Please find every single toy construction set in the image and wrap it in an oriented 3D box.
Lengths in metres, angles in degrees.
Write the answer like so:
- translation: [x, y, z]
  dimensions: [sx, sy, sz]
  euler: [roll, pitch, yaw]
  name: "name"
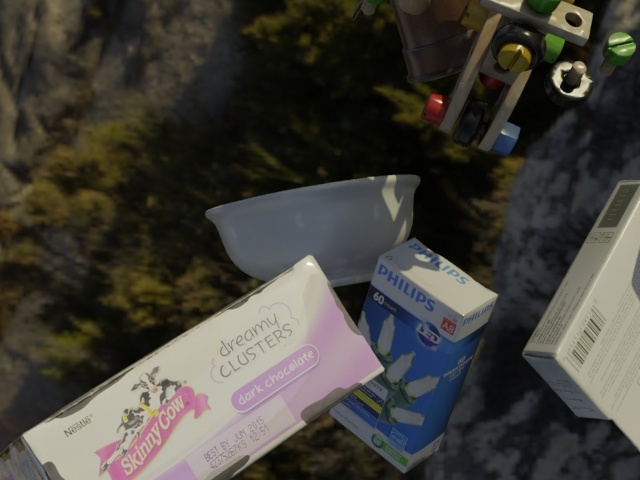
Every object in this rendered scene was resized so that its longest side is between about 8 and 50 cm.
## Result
- translation: [0.195, -0.279, 1.604]
  dimensions: [0.309, 0.257, 0.237]
  euler: [42, 155, 9]
  name: "toy construction set"

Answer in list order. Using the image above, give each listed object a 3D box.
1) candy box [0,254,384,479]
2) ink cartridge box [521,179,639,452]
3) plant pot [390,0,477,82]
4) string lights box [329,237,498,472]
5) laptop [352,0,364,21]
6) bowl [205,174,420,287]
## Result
- translation: [-0.080, 0.097, 0.726]
  dimensions: [0.070, 0.165, 0.196]
  euler: [57, 156, 2]
  name: "candy box"
- translation: [0.387, 0.104, 1.726]
  dimensions: [0.060, 0.239, 0.275]
  euler: [0, 50, 52]
  name: "ink cartridge box"
- translation: [0.159, -0.310, 1.823]
  dimensions: [0.167, 0.167, 0.165]
  euler: [-9, 110, 45]
  name: "plant pot"
- translation: [0.109, 0.141, 1.736]
  dimensions: [0.133, 0.077, 0.259]
  euler: [35, 129, 26]
  name: "string lights box"
- translation: [0.269, -0.483, 2.140]
  dimensions: [0.407, 0.236, 0.382]
  euler: [-60, 4, -6]
  name: "laptop"
- translation: [0.000, 0.000, 1.934]
  dimensions: [0.298, 0.298, 0.134]
  euler: [-13, 86, 44]
  name: "bowl"
